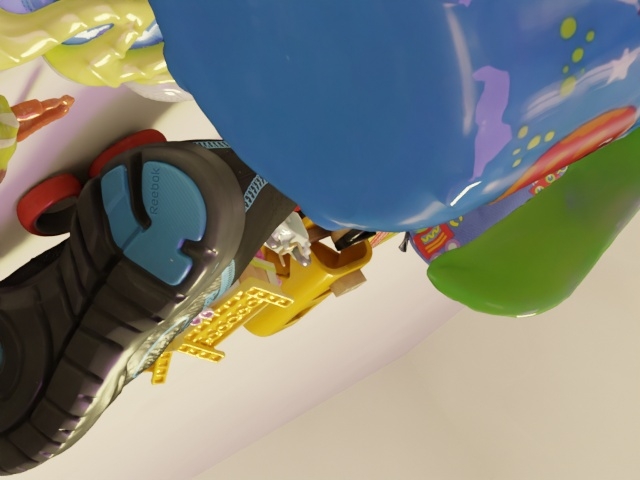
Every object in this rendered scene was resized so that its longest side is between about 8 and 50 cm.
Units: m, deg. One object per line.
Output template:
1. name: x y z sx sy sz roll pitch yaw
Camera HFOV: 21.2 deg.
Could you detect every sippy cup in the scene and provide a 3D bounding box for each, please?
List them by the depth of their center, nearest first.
1. sippy cup: 0.062 -0.122 0.622 0.224 0.305 0.240 -35 -172 -33

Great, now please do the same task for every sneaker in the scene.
1. sneaker: -0.064 -0.124 0.704 0.126 0.091 0.240 -39 169 28
2. sneaker: -0.139 0.048 1.131 0.341 0.125 0.140 -37 171 36

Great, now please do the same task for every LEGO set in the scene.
1. LEGO set: -0.140 0.036 1.338 0.287 0.107 0.132 -25 145 10

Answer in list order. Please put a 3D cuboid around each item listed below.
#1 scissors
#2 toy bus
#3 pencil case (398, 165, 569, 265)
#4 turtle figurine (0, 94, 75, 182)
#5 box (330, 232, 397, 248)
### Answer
1. scissors: -0.136 -0.029 1.202 0.109 0.021 0.297 -34 173 2
2. toy bus: -0.004 0.005 1.556 0.191 0.104 0.202 -33 171 -7
3. pencil case: 0.212 -0.077 1.650 0.306 0.119 0.133 -52 -151 18
4. turtle figurine: -0.245 0.028 0.871 0.269 0.087 0.217 -38 170 26
5. box: 0.114 -0.063 1.763 0.232 0.058 0.087 -28 170 -30
